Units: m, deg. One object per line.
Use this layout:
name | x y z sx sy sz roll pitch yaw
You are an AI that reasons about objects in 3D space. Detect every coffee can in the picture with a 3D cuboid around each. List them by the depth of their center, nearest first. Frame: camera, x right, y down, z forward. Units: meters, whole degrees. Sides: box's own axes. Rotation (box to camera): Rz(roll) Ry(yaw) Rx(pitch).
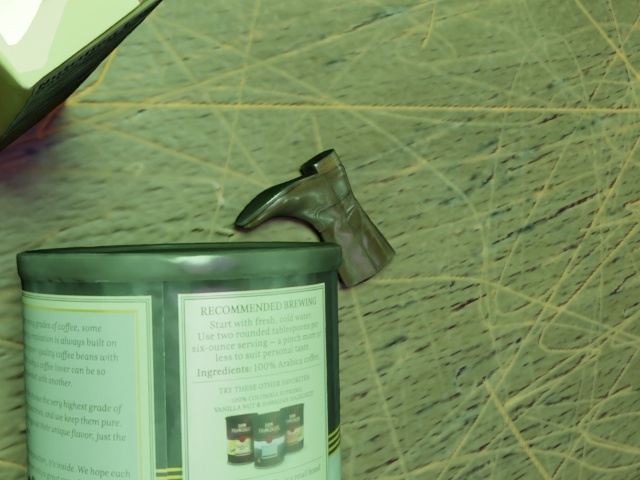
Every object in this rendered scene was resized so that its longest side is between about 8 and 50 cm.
coffee can | -0.085 0.140 0.535 0.202 0.201 0.275 -2 92 -25

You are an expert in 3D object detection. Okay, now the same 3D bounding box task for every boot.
boot | 0.000 0.000 0.668 0.106 0.037 0.114 -35 109 -19

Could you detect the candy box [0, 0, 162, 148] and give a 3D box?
candy box | -0.193 -0.144 0.417 0.087 0.316 0.183 -44 107 -18
